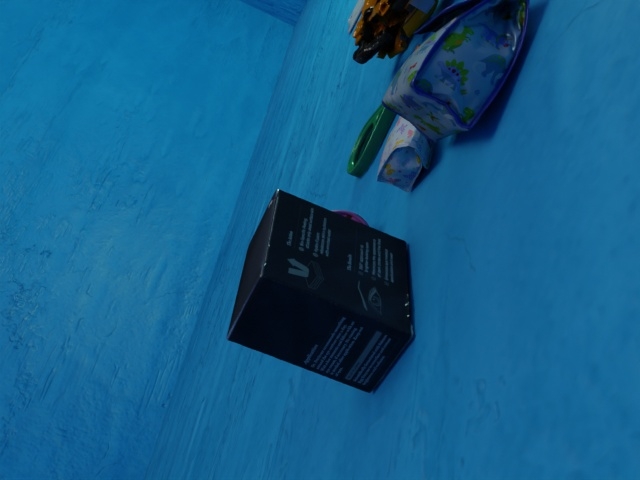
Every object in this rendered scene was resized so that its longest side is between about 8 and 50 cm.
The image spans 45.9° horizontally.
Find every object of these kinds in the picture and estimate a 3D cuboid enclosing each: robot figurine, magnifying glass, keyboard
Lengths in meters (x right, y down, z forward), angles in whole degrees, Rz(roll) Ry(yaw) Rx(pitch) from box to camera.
[{"bbox_3d":[0.135,-0.382,1.155,0.291,0.085,0.211,-36,33,67],"label":"robot figurine"},{"bbox_3d":[0.098,-0.187,1.122,0.092,0.026,0.231,-81,16,-49],"label":"magnifying glass"},{"bbox_3d":[0.125,-0.621,1.826,0.072,0.014,0.256,-91,26,-51],"label":"keyboard"}]

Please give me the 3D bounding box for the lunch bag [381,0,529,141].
[{"bbox_3d":[0.142,-0.187,0.766,0.151,0.096,0.129,-53,9,-2],"label":"lunch bag"}]

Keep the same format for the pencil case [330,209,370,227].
[{"bbox_3d":[0.000,0.000,1.019,0.209,0.098,0.095,180,112,-77],"label":"pencil case"}]

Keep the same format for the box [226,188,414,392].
[{"bbox_3d":[0.002,0.048,0.771,0.156,0.158,0.093,-84,20,-56],"label":"box"}]

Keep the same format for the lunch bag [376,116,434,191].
[{"bbox_3d":[0.104,-0.108,0.872,0.083,0.053,0.071,113,175,-56],"label":"lunch bag"}]
